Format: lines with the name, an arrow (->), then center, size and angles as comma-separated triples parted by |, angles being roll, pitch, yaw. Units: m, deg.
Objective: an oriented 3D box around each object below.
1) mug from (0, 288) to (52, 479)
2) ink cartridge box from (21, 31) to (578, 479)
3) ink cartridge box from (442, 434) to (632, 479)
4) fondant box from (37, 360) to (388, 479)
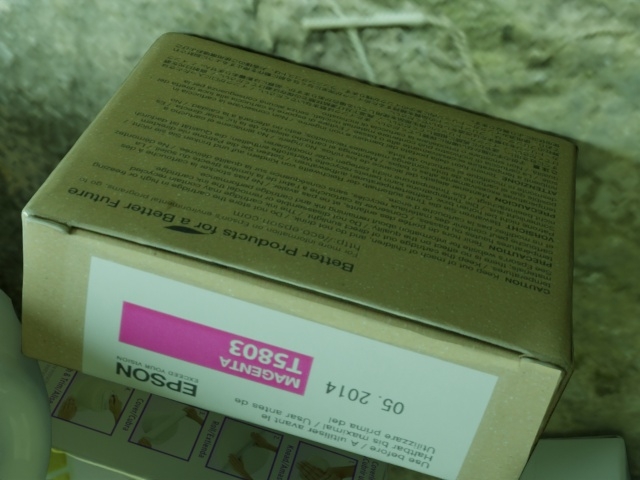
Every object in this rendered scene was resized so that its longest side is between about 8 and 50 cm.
mug -> -0.313, 0.102, 0.584 | 0.328, 0.276, 0.374 | 25, 125, 26
ink cartridge box -> 0.000, 0.000, 0.554 | 0.235, 0.193, 0.088 | 17, 127, 3
ink cartridge box -> 0.152, 0.289, 0.710 | 0.117, 0.201, 0.278 | -7, 122, 19
fondant box -> -0.143, 0.203, 0.793 | 0.331, 0.096, 0.238 | 17, 126, 1
